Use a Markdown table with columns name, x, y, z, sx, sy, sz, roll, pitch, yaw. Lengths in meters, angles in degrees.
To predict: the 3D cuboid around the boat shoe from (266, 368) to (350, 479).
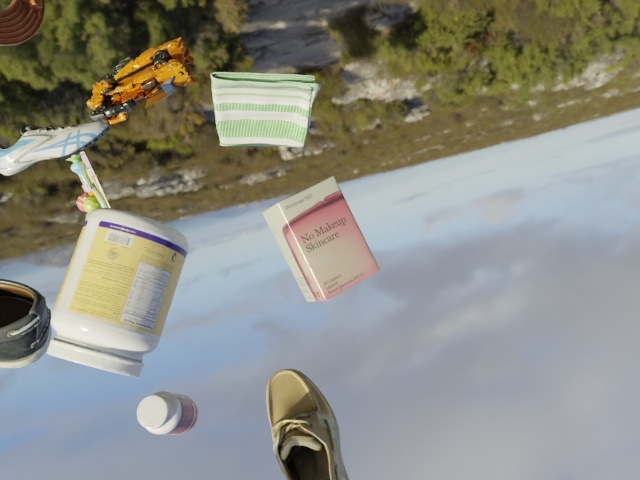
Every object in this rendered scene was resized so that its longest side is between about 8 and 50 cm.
| name | x | y | z | sx | sy | sz | roll | pitch | yaw |
| --- | --- | --- | --- | --- | --- | --- | --- | --- | --- |
| boat shoe | -0.025 | 0.321 | 0.999 | 0.109 | 0.302 | 0.098 | -25 | 139 | 2 |

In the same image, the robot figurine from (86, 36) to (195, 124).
| name | x | y | z | sx | sy | sz | roll | pitch | yaw |
| --- | --- | --- | --- | --- | --- | --- | --- | --- | --- |
| robot figurine | -0.463 | -0.397 | 1.608 | 0.291 | 0.211 | 0.085 | -24 | 136 | 12 |

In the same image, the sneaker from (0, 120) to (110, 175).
| name | x | y | z | sx | sy | sz | roll | pitch | yaw |
| --- | --- | --- | --- | --- | --- | --- | --- | --- | --- |
| sneaker | -0.551 | -0.204 | 1.283 | 0.237 | 0.086 | 0.085 | -20 | -160 | -7 |

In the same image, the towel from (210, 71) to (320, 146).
| name | x | y | z | sx | sy | sz | roll | pitch | yaw |
| --- | --- | --- | --- | --- | --- | --- | --- | --- | --- |
| towel | -0.139 | -0.313 | 1.558 | 0.248 | 0.038 | 0.325 | 1 | 163 | -7 |

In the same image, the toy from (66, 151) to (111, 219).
| name | x | y | z | sx | sy | sz | roll | pitch | yaw |
| --- | --- | --- | --- | --- | --- | --- | --- | --- | --- |
| toy | -0.583 | -0.101 | 1.590 | 0.056 | 0.237 | 0.137 | -25 | -165 | -31 |

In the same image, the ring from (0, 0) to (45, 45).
| name | x | y | z | sx | sy | sz | roll | pitch | yaw |
| --- | --- | --- | --- | --- | --- | --- | --- | --- | --- |
| ring | -0.597 | -0.490 | 1.051 | 0.032 | 0.336 | 0.336 | -19 | -179 | 23 |

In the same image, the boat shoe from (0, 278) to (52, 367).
| name | x | y | z | sx | sy | sz | roll | pitch | yaw |
| --- | --- | --- | --- | --- | --- | --- | --- | --- | --- |
| boat shoe | -0.355 | 0.062 | 0.534 | 0.233 | 0.084 | 0.079 | 4 | 152 | -18 |

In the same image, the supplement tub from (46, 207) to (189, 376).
| name | x | y | z | sx | sy | sz | roll | pitch | yaw |
| --- | --- | --- | --- | --- | --- | --- | --- | --- | --- |
| supplement tub | -0.452 | 0.117 | 1.411 | 0.241 | 0.331 | 0.241 | 15 | 167 | 3 |

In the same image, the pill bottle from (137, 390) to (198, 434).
| name | x | y | z | sx | sy | sz | roll | pitch | yaw |
| --- | --- | --- | --- | --- | --- | --- | --- | --- | --- |
| pill bottle | -0.318 | 0.359 | 1.309 | 0.086 | 0.086 | 0.152 | -15 | 161 | 5 |

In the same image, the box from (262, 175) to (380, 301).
| name | x | y | z | sx | sy | sz | roll | pitch | yaw |
| --- | --- | --- | --- | --- | --- | --- | --- | --- | --- |
| box | 0.000 | 0.000 | 1.372 | 0.148 | 0.232 | 0.127 | -28 | -176 | -20 |
